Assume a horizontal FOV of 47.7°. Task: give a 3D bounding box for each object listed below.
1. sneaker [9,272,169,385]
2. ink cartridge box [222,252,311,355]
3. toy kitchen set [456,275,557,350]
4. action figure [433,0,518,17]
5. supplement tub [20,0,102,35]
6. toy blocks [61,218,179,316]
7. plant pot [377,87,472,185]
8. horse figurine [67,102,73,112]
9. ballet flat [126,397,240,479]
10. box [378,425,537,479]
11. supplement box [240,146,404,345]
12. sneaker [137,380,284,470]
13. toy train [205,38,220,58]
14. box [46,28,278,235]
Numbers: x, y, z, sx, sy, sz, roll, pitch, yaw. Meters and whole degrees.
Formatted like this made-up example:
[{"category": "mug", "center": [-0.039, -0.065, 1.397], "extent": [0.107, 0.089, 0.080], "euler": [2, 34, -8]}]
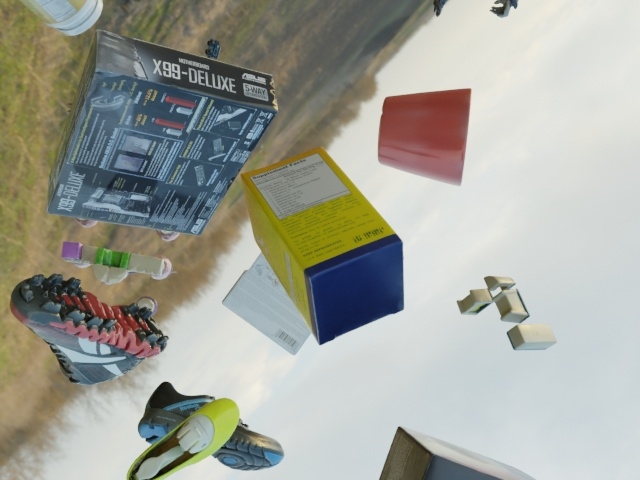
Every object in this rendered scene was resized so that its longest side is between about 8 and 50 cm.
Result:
[{"category": "sneaker", "center": [-0.333, 0.134, 0.996], "extent": [0.135, 0.097, 0.276], "euler": [-41, 150, 5]}, {"category": "ink cartridge box", "center": [-0.120, 0.173, 2.193], "extent": [0.239, 0.275, 0.060], "euler": [-53, -175, -4]}, {"category": "toy kitchen set", "center": [0.473, 0.209, 1.866], "extent": [0.166, 0.122, 0.207], "euler": [-49, -133, 43]}, {"category": "action figure", "center": [0.352, -0.557, 1.489], "extent": [0.276, 0.164, 0.141], "euler": [-16, 162, -4]}, {"category": "supplement tub", "center": [-0.577, -0.549, 1.547], "extent": [0.144, 0.144, 0.199], "euler": [-46, 150, -2]}, {"category": "toy blocks", "center": [-0.538, 0.071, 1.924], "extent": [0.260, 0.289, 0.309], "euler": [139, -40, -80]}, {"category": "plant pot", "center": [0.295, -0.302, 2.051], "extent": [0.275, 0.243, 0.275], "euler": [7, 90, -79]}, {"category": "horse figurine", "center": [-0.349, -0.246, 1.461], "extent": [0.174, 0.263, 0.066], "euler": [-44, 164, -52]}, {"category": "ballet flat", "center": [-0.238, 0.354, 1.238], "extent": [0.231, 0.077, 0.077], "euler": [-36, 168, 7]}, {"category": "box", "center": [0.284, 0.502, 1.372], "extent": [0.294, 0.296, 0.182], "euler": [146, -36, -83]}, {"category": "supplement box", "center": [0.000, 0.000, 1.463], "extent": [0.194, 0.195, 0.356], "euler": [-21, -136, -15]}, {"category": "sneaker", "center": [-0.236, 0.423, 1.663], "extent": [0.139, 0.341, 0.125], "euler": [-81, -163, -48]}, {"category": "toy train", "center": [-0.275, -0.412, 1.769], "extent": [0.027, 0.036, 0.158], "euler": [32, -72, 62]}, {"category": "box", "center": [-0.234, -0.133, 1.028], "extent": [0.307, 0.242, 0.076], "euler": [-50, -140, 45]}]
